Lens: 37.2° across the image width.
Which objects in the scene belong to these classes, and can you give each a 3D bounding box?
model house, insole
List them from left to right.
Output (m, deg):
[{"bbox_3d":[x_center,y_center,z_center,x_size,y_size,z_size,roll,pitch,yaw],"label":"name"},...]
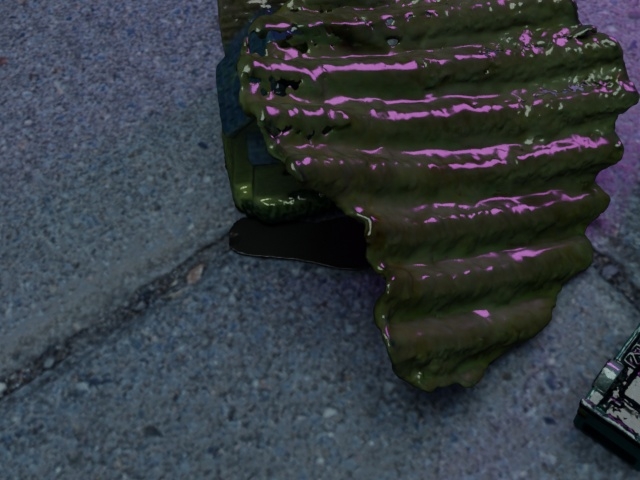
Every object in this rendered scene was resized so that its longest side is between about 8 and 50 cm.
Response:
[{"bbox_3d":[-0.017,-0.157,0.944,0.195,0.189,0.214,-6,56,3],"label":"model house"},{"bbox_3d":[0.000,0.000,0.953,0.189,0.004,0.064,4,58,7],"label":"insole"}]

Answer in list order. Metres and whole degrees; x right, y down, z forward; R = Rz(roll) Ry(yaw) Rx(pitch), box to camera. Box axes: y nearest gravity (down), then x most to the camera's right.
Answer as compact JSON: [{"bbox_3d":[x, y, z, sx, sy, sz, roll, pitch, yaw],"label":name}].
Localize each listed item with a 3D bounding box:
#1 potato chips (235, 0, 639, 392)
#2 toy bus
[{"bbox_3d":[0.123,-0.090,0.837,0.389,0.097,0.373,-37,97,-31],"label":"potato chips"},{"bbox_3d":[0.293,0.109,0.814,0.079,0.091,0.160,35,73,20],"label":"toy bus"}]
